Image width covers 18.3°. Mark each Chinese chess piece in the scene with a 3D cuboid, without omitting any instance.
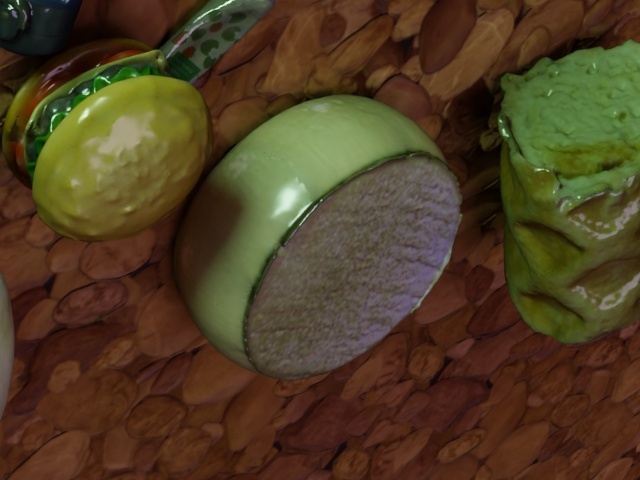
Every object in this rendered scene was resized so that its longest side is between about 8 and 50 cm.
[{"bbox_3d":[0.000,0.000,1.776,0.270,0.112,0.270,-29,144,-24],"label":"Chinese chess piece"}]

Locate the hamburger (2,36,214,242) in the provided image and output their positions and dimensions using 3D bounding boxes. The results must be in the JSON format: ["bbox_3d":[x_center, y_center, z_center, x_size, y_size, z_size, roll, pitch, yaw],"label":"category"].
[{"bbox_3d":[-0.161,-0.077,1.516,0.162,0.115,0.162,-25,143,-20],"label":"hamburger"}]

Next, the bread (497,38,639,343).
[{"bbox_3d":[0.267,-0.050,1.940,0.238,0.196,0.252,-25,139,-21],"label":"bread"}]

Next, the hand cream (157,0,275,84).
[{"bbox_3d":[-0.097,-0.156,1.587,0.165,0.037,0.057,-43,146,7],"label":"hand cream"}]

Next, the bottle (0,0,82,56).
[{"bbox_3d":[-0.173,-0.242,1.369,0.082,0.072,0.244,-48,163,-59],"label":"bottle"}]

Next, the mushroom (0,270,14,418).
[{"bbox_3d":[-0.338,0.086,1.447,0.246,0.202,0.246,0,90,-75],"label":"mushroom"}]
